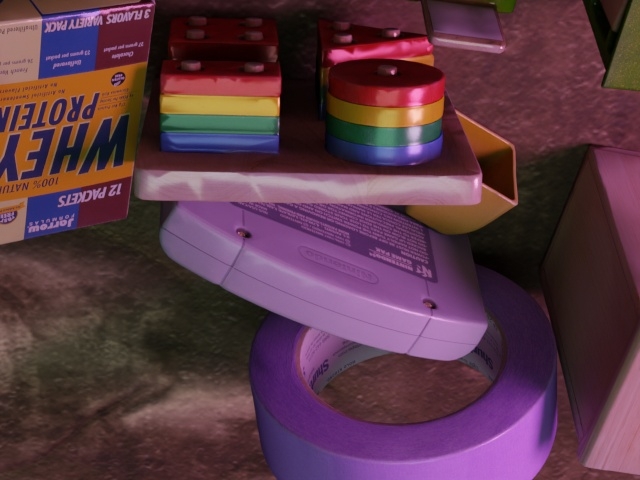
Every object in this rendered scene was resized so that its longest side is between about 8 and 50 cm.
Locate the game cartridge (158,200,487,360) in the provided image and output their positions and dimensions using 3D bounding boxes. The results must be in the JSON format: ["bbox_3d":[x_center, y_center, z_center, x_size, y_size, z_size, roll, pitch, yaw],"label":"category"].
[{"bbox_3d":[0.000,0.000,1.329,0.297,0.198,0.062,21,125,-17],"label":"game cartridge"}]

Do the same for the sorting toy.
[{"bbox_3d":[-0.012,-0.114,1.216,0.255,0.257,0.089,1,111,-3],"label":"sorting toy"}]

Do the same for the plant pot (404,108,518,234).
[{"bbox_3d":[0.118,-0.053,1.370,0.081,0.081,0.083,28,131,-22],"label":"plant pot"}]

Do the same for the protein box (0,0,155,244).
[{"bbox_3d":[-0.241,-0.140,1.186,0.136,0.200,0.201,-13,134,-30],"label":"protein box"}]

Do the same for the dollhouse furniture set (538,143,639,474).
[{"bbox_3d":[0.423,0.077,1.367,0.394,0.256,0.362,9,127,-9],"label":"dollhouse furniture set"}]

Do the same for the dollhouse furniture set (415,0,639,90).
[{"bbox_3d":[0.183,-0.286,1.142,0.197,0.151,0.301,7,127,-7],"label":"dollhouse furniture set"}]

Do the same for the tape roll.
[{"bbox_3d":[0.076,0.130,1.383,0.275,0.275,0.090,-6,128,2],"label":"tape roll"}]
